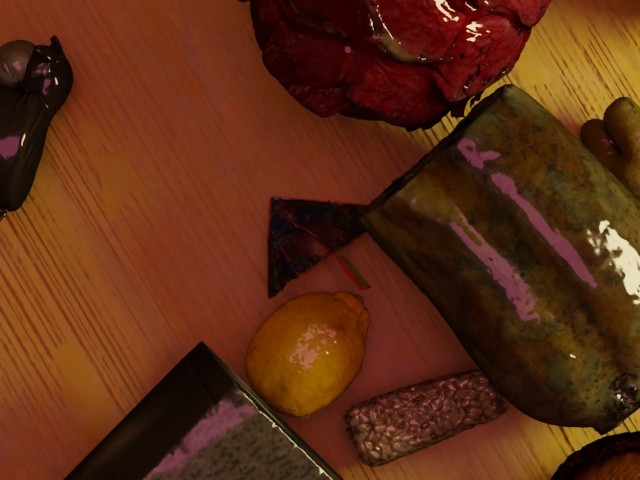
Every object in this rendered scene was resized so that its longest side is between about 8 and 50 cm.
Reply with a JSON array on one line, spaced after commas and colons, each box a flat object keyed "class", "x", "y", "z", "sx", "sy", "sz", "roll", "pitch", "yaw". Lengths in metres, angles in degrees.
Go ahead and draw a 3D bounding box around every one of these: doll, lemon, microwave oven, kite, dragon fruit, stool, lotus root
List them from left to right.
[{"class": "stool", "x": -0.332, "y": -0.124, "z": 1.910, "sx": 0.121, "sy": 0.125, "sz": 0.217, "roll": 17, "pitch": 77, "yaw": 2}, {"class": "microwave oven", "x": -0.063, "y": 0.372, "z": 1.776, "sx": 0.374, "sy": 0.236, "sz": 0.432, "roll": -46, "pitch": 103, "yaw": -2}, {"class": "lemon", "x": -0.011, "y": 0.114, "z": 1.901, "sx": 0.114, "sy": 0.114, "sz": 0.155, "roll": 41, "pitch": 89, "yaw": 2}, {"class": "kite", "x": 0.000, "y": 0.000, "z": 1.927, "sx": 0.190, "sy": 0.010, "sz": 0.159, "roll": -35, "pitch": 61, "yaw": -28}, {"class": "dragon fruit", "x": 0.078, "y": -0.268, "z": 1.835, "sx": 0.329, "sy": 0.329, "sz": 0.329, "roll": 0, "pitch": 86, "yaw": -1}, {"class": "lotus root", "x": 0.219, "y": 0.029, "z": 1.846, "sx": 0.250, "sy": 0.250, "sz": 0.346, "roll": -39, "pitch": 87, "yaw": -3}, {"class": "doll", "x": 0.351, "y": -0.049, "z": 1.936, "sx": 0.137, "sy": 0.097, "sz": 0.209, "roll": -31, "pitch": 78, "yaw": 35}]

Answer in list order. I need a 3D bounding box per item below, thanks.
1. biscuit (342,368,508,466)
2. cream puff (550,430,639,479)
[{"class": "biscuit", "x": 0.108, "y": 0.179, "z": 1.915, "sx": 0.168, "sy": 0.082, "sz": 0.070, "roll": -20, "pitch": 89, "yaw": -3}, {"class": "cream puff", "x": 0.329, "y": 0.311, "z": 1.854, "sx": 0.239, "sy": 0.165, "sz": 0.239, "roll": -14, "pitch": 63, "yaw": 30}]
